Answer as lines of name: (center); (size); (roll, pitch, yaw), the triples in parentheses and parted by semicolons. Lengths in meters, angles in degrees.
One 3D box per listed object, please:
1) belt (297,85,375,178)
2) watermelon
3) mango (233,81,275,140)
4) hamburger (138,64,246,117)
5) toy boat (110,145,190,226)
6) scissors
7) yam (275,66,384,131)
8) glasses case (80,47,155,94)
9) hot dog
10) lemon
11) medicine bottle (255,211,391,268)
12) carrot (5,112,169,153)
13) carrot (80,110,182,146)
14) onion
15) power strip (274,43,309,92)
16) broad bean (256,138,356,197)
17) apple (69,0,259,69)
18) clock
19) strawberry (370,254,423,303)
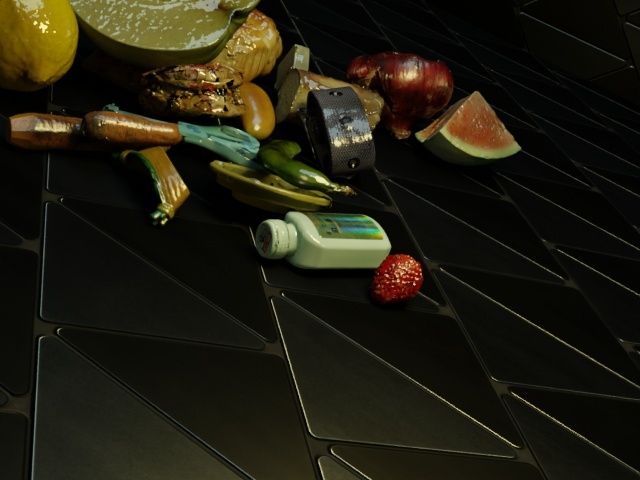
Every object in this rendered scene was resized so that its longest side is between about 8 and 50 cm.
belt: (0.030, -0.232, 1.999); (0.126, 0.140, 0.230); (-9, 48, -12)
watermelon: (0.342, -0.259, 2.265); (0.256, 0.176, 0.260); (22, 48, 37)
mango: (-0.148, -0.281, 2.041); (0.102, 0.085, 0.184); (11, 32, -31)
hamburger: (-0.262, -0.298, 1.910); (0.231, 0.107, 0.231); (-3, 7, 0)
toy boat: (-0.294, -0.106, 1.640); (0.088, 0.089, 0.229); (-31, 45, -8)
scissors: (-0.241, -0.201, 1.821); (0.393, 0.032, 0.180); (11, 22, -39)
yam: (0.025, -0.303, 2.155); (0.238, 0.129, 0.128); (15, 43, -17)
glasses case: (-0.422, -0.373, 2.030); (0.193, 0.070, 0.102); (26, 29, 10)
hot dog: (-0.275, -0.497, 2.240); (0.365, 0.196, 0.367); (27, 35, 11)
lemon: (-0.589, -0.413, 1.808); (0.263, 0.236, 0.236); (52, 28, -6)
medicine bottle: (0.000, 0.000, 1.631); (0.228, 0.083, 0.121); (0, 31, -33)
carrot: (-0.409, -0.187, 1.708); (0.314, 0.066, 0.066); (3, 32, -35)
carrot: (-0.336, -0.197, 1.684); (0.186, 0.060, 0.060); (4, 32, -29)
onion: (0.184, -0.345, 2.293); (0.272, 0.195, 0.272); (6, -16, 2)
power strip: (-0.075, -0.394, 2.232); (0.042, 0.175, 0.075); (13, 65, -21)
broad bean: (-0.051, -0.142, 1.768); (0.144, 0.049, 0.292); (11, 16, -30)
apple: (-0.319, -0.511, 1.940); (0.360, 0.320, 0.311); (30, 17, 6)
clock: (-0.095, -0.087, 1.718); (0.237, 0.057, 0.237); (16, 8, -2)
strawberry: (0.126, 0.070, 1.604); (0.083, 0.083, 0.096); (30, 57, 17)
